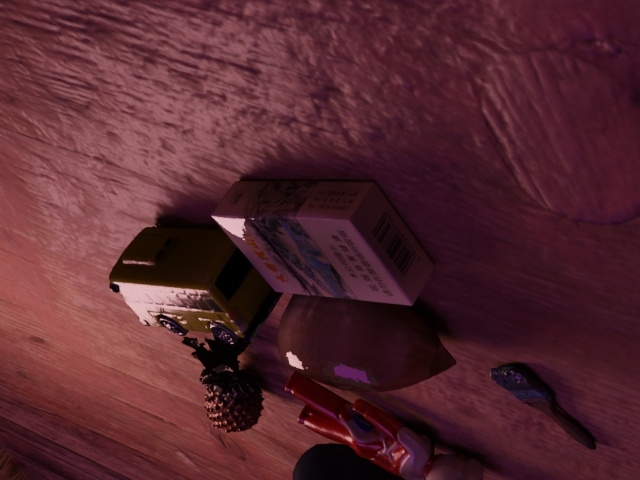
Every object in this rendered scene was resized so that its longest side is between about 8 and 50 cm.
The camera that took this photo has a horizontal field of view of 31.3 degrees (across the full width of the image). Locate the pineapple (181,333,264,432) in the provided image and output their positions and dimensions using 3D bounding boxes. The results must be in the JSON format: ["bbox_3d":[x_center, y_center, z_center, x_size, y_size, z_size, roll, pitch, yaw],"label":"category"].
[{"bbox_3d":[-0.169,0.239,2.036,0.277,0.119,0.130,86,167,-57],"label":"pineapple"}]

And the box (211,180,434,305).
[{"bbox_3d":[0.000,0.000,1.480,0.256,0.069,0.164,3,141,45],"label":"box"}]

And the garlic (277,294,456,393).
[{"bbox_3d":[0.023,0.152,1.649,0.196,0.151,0.338,33,158,-29],"label":"garlic"}]

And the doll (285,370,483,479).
[{"bbox_3d":[0.115,0.343,1.924,0.384,0.099,0.188,28,155,24],"label":"doll"}]

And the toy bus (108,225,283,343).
[{"bbox_3d":[-0.192,0.058,1.726,0.262,0.128,0.150,3,140,44],"label":"toy bus"}]

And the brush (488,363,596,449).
[{"bbox_3d":[0.317,0.235,1.587,0.196,0.021,0.070,41,154,-17],"label":"brush"}]

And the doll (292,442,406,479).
[{"bbox_3d":[0.071,0.464,2.085,0.258,0.154,0.228,11,-175,17],"label":"doll"}]
